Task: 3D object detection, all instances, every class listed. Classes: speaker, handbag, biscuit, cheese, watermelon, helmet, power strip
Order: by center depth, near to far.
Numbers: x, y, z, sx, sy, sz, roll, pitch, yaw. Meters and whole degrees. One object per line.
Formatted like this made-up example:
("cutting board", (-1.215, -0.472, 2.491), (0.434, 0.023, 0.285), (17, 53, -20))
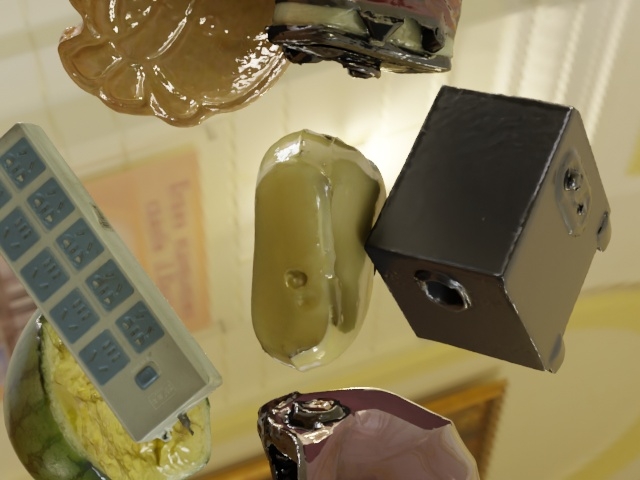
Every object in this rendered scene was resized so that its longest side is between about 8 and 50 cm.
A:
("helmet", (0.059, 0.261, 1.476), (0.338, 0.197, 0.271), (-160, -119, -81))
("power strip", (-0.229, 0.045, 1.612), (0.367, 0.106, 0.043), (52, 15, 13))
("cheese", (0.000, 0.000, 1.818), (0.316, 0.128, 0.259), (-29, 124, -73))
("speaker", (0.200, -0.004, 1.829), (0.184, 0.232, 0.254), (14, -24, 28))
("handbag", (0.066, -0.296, 2.042), (0.181, 0.254, 0.181), (11, -87, 51))
("biscuit", (-0.193, -0.300, 2.137), (0.057, 0.351, 0.312), (-101, -154, -61))
("watermelon", (-0.311, 0.223, 2.149), (0.331, 0.189, 0.331), (47, 25, -29))
